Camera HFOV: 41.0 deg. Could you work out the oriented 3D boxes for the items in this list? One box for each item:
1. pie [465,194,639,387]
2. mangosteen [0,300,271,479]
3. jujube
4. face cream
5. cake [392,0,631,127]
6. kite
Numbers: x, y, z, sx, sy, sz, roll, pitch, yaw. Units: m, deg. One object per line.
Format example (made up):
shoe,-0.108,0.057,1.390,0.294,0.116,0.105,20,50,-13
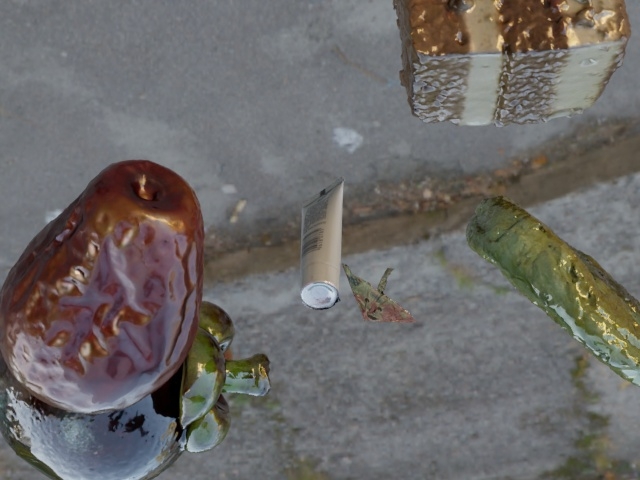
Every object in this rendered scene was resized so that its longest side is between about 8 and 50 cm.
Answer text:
pie,0.254,0.050,0.842,0.078,0.277,0.277,-52,137,7
mangosteen,-0.263,0.175,1.107,0.330,0.330,0.330,-3,151,-2
jujube,-0.202,0.048,0.824,0.190,0.190,0.255,11,127,-26
face cream,0.000,0.000,1.302,0.092,0.244,0.058,-33,123,28
cake,0.242,-0.313,1.156,0.290,0.256,0.282,-7,166,6
kite,0.085,0.077,1.247,0.139,0.157,0.011,38,123,-4
